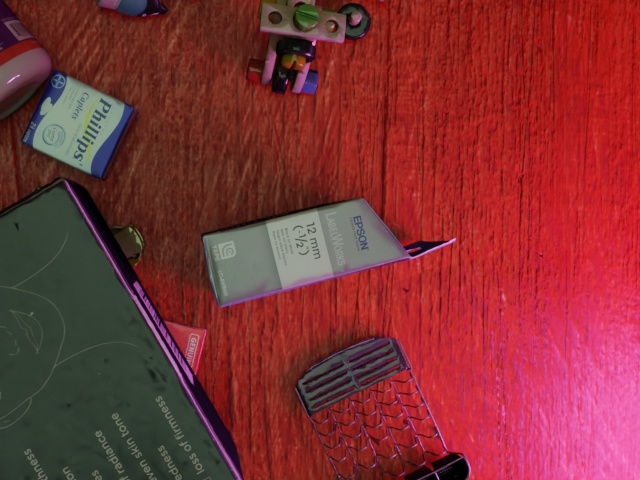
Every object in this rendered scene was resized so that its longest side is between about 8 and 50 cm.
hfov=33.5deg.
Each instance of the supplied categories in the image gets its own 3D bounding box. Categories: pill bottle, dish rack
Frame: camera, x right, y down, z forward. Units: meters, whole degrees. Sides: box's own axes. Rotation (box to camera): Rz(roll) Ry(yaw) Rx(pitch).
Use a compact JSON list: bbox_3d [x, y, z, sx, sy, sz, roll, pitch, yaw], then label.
[{"bbox_3d":[-0.561,-0.325,1.565,0.181,0.181,0.323,-41,94,-5],"label":"pill bottle"},{"bbox_3d":[0.091,0.298,1.698,0.208,0.074,0.271,-25,93,-6],"label":"dish rack"}]

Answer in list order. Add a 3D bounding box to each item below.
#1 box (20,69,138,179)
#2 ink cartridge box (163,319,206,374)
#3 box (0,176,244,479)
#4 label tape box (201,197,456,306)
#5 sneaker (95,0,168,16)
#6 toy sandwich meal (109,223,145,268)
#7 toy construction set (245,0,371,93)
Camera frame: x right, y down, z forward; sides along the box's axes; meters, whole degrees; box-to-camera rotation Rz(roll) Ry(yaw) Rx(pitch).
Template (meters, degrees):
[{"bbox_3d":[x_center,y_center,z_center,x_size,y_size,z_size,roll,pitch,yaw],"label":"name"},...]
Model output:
[{"bbox_3d":[-0.370,-0.176,1.642,0.137,0.072,0.126,25,88,-7],"label":"box"},{"bbox_3d":[-0.337,0.252,1.654,0.261,0.066,0.296,13,89,-5],"label":"ink cartridge box"},{"bbox_3d":[-0.424,0.234,1.462,0.472,0.297,0.479,-30,94,-6],"label":"box"},{"bbox_3d":[0.000,0.000,1.595,0.348,0.249,0.115,-16,92,-6],"label":"label tape box"},{"bbox_3d":[-0.252,-0.491,1.626,0.121,0.108,0.302,10,111,-25],"label":"sneaker"},{"bbox_3d":[-0.316,0.014,1.671,0.086,0.029,0.085,0,90,-6],"label":"toy sandwich meal"},{"bbox_3d":[-0.064,-0.378,1.592,0.309,0.237,0.257,33,87,-5],"label":"toy construction set"}]
